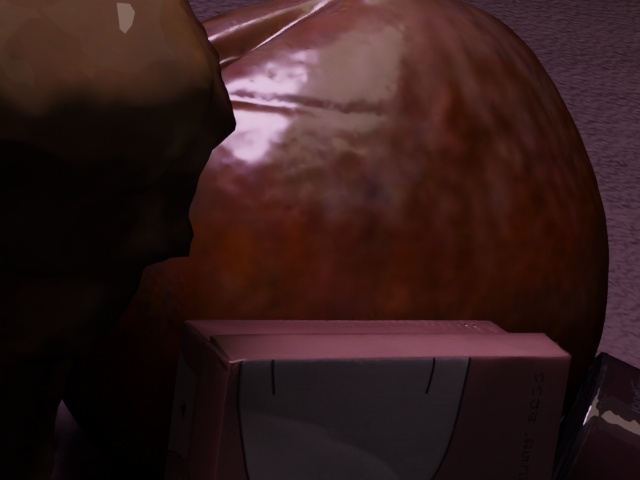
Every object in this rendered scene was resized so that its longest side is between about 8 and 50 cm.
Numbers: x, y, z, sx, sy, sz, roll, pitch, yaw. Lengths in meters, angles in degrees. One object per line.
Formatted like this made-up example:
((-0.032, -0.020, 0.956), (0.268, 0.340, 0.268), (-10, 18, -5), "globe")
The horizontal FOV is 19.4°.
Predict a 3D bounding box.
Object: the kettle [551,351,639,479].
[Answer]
((0.243, 0.188, 1.125), (0.232, 0.144, 0.202), (23, 30, 5), "kettle")

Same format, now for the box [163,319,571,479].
((0.018, 0.150, 1.050), (0.215, 0.215, 0.086), (1, 16, -25), "box")

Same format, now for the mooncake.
((-0.226, -0.002, 1.000), (0.246, 0.393, 0.394), (0, -8, -39), "mooncake")

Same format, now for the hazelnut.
((0.000, 0.000, 1.254), (0.409, 0.359, 0.359), (0, 26, -46), "hazelnut")
